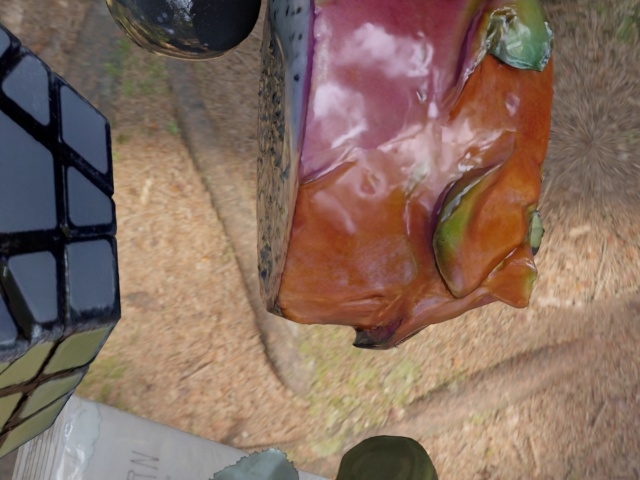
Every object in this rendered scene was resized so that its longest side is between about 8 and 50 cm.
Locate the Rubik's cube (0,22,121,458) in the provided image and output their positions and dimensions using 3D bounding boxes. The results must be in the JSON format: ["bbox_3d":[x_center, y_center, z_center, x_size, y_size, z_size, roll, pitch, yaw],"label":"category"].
[{"bbox_3d":[-0.263,0.002,0.624,0.319,0.264,0.319,-15,72,55],"label":"Rubik's cube"}]

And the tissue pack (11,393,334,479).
[{"bbox_3d":[-0.123,0.258,1.027,0.071,0.325,0.170,-12,60,44],"label":"tissue pack"}]

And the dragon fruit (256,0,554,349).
[{"bbox_3d":[0.057,-0.072,0.743,0.189,0.290,0.290,1,95,-6],"label":"dragon fruit"}]

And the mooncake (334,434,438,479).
[{"bbox_3d":[0.167,0.169,0.557,0.347,0.057,0.150,36,73,31],"label":"mooncake"}]

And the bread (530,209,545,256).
[{"bbox_3d":[0.186,-0.026,1.403,0.160,0.140,0.169,12,132,25],"label":"bread"}]

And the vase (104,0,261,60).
[{"bbox_3d":[-0.062,-0.201,0.776,0.183,0.120,0.120,-29,88,29],"label":"vase"}]

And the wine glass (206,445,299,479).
[{"bbox_3d":[0.018,0.167,0.527,0.066,0.198,0.066,-20,47,23],"label":"wine glass"}]
